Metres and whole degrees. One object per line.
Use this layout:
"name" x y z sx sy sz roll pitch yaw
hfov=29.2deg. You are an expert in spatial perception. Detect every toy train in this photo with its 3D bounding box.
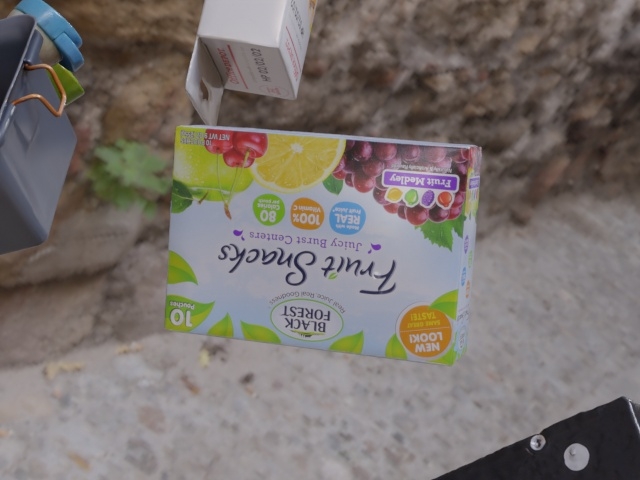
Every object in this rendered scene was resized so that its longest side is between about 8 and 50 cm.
"toy train" -0.246 -0.091 0.969 0.105 0.143 0.248 43 -13 6

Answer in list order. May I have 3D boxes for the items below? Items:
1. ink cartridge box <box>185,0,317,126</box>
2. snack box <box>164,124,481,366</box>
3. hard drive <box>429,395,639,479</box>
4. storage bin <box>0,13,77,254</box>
"ink cartridge box" -0.041 -0.171 0.888 0.062 0.181 0.104 10 -12 9
"snack box" 0.000 0.000 0.577 0.141 0.100 0.037 5 7 17
"hard drive" 0.103 0.276 0.807 0.064 0.339 0.236 26 41 -50
"storage bin" -0.192 -0.059 0.736 0.135 0.098 0.091 -87 159 -47
